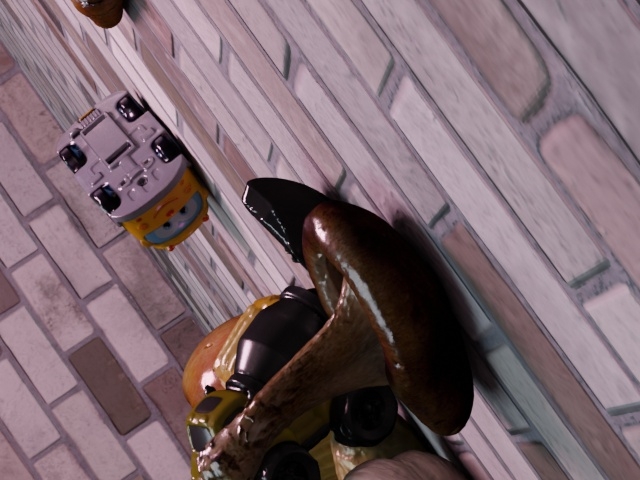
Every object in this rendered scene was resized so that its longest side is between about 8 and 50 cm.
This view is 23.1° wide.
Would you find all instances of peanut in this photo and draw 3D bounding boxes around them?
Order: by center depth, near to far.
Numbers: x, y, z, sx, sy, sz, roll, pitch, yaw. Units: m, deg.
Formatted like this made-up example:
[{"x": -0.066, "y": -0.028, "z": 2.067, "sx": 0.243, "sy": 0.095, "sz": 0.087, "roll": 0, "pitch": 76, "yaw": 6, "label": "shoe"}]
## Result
[{"x": 0.087, "y": 0.274, "z": 1.654, "sx": 0.226, "sy": 0.108, "sz": 0.095, "roll": 54, "pitch": 166, "yaw": -2, "label": "peanut"}]

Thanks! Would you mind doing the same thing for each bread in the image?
[{"x": -0.027, "y": 0.176, "z": 1.796, "sx": 0.240, "sy": 0.139, "sz": 0.240, "roll": 57, "pitch": 172, "yaw": 13, "label": "bread"}]

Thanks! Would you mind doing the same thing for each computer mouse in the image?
[{"x": 0.000, "y": 0.000, "z": 1.290, "sx": 0.172, "sy": 0.057, "sz": 0.099, "roll": 47, "pitch": 175, "yaw": -34, "label": "computer mouse"}]

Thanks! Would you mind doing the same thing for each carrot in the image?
[{"x": -0.221, "y": -0.244, "z": 1.578, "sx": 0.055, "sy": 0.055, "sz": 0.161, "roll": 56, "pitch": 178, "yaw": -2, "label": "carrot"}]

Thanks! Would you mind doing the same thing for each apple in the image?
[{"x": -0.083, "y": 0.190, "z": 2.029, "sx": 0.188, "sy": 0.174, "sz": 0.188, "roll": 56, "pitch": 171, "yaw": 13, "label": "apple"}]

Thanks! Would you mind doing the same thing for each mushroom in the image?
[{"x": -0.005, "y": 0.099, "z": 1.136, "sx": 0.148, "sy": 0.217, "sz": 0.227, "roll": 45, "pitch": 166, "yaw": 51, "label": "mushroom"}]

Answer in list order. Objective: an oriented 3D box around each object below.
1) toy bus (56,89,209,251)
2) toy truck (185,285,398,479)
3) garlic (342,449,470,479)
[{"x": -0.228, "y": -0.080, "z": 1.977, "sx": 0.209, "sy": 0.126, "sz": 0.136, "roll": 46, "pitch": 176, "yaw": 44, "label": "toy bus"}, {"x": -0.047, "y": 0.162, "z": 1.555, "sx": 0.147, "sy": 0.224, "sz": 0.165, "roll": 0, "pitch": 125, "yaw": 54, "label": "toy truck"}, {"x": 0.109, "y": 0.301, "z": 1.474, "sx": 0.212, "sy": 0.218, "sz": 0.218, "roll": -14, "pitch": 114, "yaw": 49, "label": "garlic"}]
